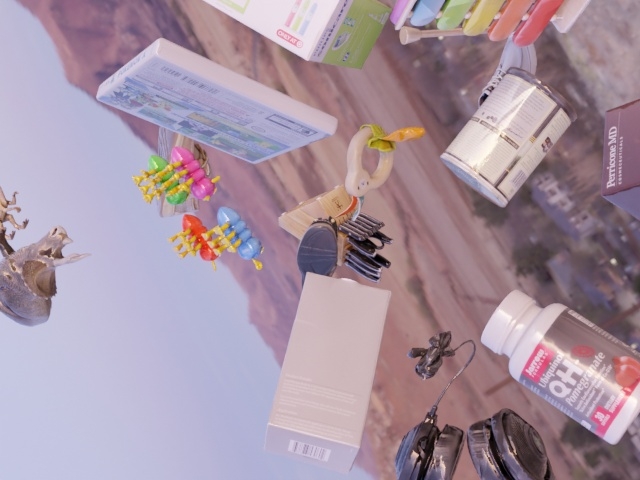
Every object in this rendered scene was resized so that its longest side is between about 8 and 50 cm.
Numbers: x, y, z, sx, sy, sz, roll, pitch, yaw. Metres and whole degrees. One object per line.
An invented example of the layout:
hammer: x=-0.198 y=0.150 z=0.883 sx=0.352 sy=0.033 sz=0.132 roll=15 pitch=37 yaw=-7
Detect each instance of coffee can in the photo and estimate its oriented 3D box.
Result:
coffee can: x=0.449 y=-0.247 z=2.231 sx=0.201 sy=0.275 sz=0.201 roll=39 pitch=-178 yaw=-2

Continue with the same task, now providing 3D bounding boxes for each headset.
headset: x=0.212 y=0.330 z=1.373 sx=0.185 sy=0.243 sz=0.394 roll=-30 pitch=-70 yaw=-68

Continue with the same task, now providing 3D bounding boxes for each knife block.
knife block: x=0.047 y=0.001 z=2.216 sx=0.275 sy=0.088 sz=0.242 roll=-20 pitch=100 yaw=54

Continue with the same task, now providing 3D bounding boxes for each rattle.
rattle: x=0.119 y=-0.124 z=1.811 sx=0.142 sy=0.200 sz=0.130 roll=15 pitch=163 yaw=26

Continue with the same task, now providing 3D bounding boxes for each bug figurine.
bug figurine: x=-0.185 y=-0.045 z=1.423 sx=0.216 sy=0.072 sz=0.279 roll=56 pitch=159 yaw=-14

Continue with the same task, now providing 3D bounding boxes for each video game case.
video game case: x=-0.182 y=-0.225 z=1.579 sx=0.329 sy=0.036 sz=0.300 roll=20 pitch=165 yaw=-27

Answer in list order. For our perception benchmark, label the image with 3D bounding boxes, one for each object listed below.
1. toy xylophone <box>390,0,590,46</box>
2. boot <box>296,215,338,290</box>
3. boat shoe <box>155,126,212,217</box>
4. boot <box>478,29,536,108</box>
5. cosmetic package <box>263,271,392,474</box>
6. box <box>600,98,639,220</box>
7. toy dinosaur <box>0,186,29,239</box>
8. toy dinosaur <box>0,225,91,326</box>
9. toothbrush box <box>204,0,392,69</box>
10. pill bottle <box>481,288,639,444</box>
toy xylophone: x=0.252 y=-0.365 z=1.419 sx=0.236 sy=0.322 sz=0.081 roll=107 pitch=152 yaw=-61
boot: x=-0.002 y=0.001 z=2.004 sx=0.236 sy=0.085 sz=0.179 roll=92 pitch=-177 yaw=-46
boat shoe: x=-0.295 y=-0.172 z=2.028 sx=0.341 sy=0.110 sz=0.122 roll=114 pitch=148 yaw=-58
boot: x=0.471 y=-0.399 z=2.363 sx=0.095 sy=0.123 sz=0.258 roll=35 pitch=140 yaw=41
cosmetic package: x=0.011 y=0.173 z=1.248 sx=0.107 sy=0.127 sz=0.238 roll=101 pitch=-175 yaw=-55
box: x=0.691 y=-0.183 z=1.626 sx=0.143 sy=0.191 sz=0.381 roll=25 pitch=152 yaw=-30
toy dinosaur: x=-0.592 y=-0.039 z=1.709 sx=0.092 sy=0.183 sz=0.053 roll=25 pitch=-159 yaw=11
toy dinosaur: x=-0.499 y=0.084 z=1.533 sx=0.160 sy=0.121 sz=0.314 roll=38 pitch=138 yaw=8
toothbrush box: x=-0.031 y=-0.376 z=1.472 sx=0.206 sy=0.122 sz=0.283 roll=32 pitch=-165 yaw=12
pill bottle: x=0.478 y=0.232 z=1.793 sx=0.318 sy=0.176 sz=0.176 roll=34 pitch=167 yaw=22
